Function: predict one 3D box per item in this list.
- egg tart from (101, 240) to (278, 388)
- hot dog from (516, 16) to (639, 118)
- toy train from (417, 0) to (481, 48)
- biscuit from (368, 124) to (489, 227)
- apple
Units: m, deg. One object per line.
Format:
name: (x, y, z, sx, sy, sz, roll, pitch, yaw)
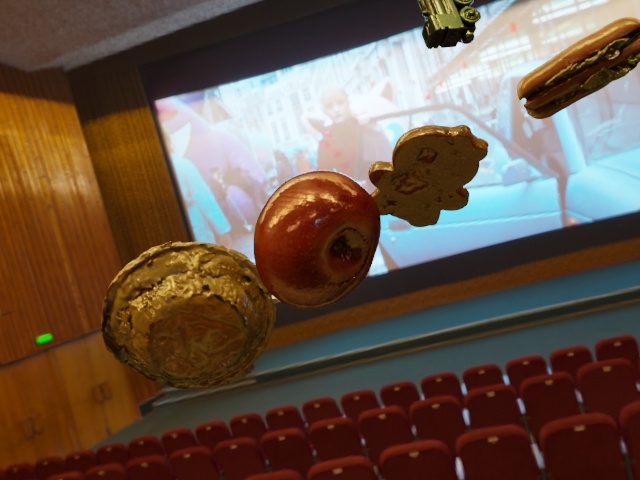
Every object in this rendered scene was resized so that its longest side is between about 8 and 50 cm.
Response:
egg tart: (-0.242, 0.160, 1.142, 0.342, 0.341, 0.132, -16, 25, -12)
hot dog: (0.648, -0.419, 1.456, 0.337, 0.135, 0.100, -29, 21, 21)
toy train: (0.239, -0.448, 1.157, 0.111, 0.170, 0.071, -8, -24, -14)
biscuit: (0.177, -0.111, 1.020, 0.184, 0.035, 0.248, 16, -35, -5)
apple: (0.000, 0.000, 0.994, 0.211, 0.234, 0.173, 3, 6, -34)
